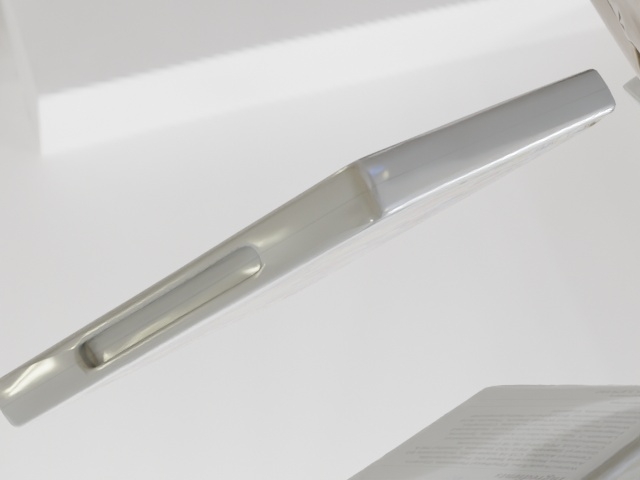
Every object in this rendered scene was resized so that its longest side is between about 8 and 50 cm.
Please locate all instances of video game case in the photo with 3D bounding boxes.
[{"bbox_3d":[0.000,0.000,0.675,0.227,0.206,0.026,-25,-94,-56],"label":"video game case"}]

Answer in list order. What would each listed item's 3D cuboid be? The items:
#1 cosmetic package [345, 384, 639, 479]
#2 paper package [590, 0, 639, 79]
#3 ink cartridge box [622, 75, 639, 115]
[{"bbox_3d":[0.107,0.175,0.792,0.183,0.151,0.151,-25,-76,-42],"label":"cosmetic package"},{"bbox_3d":[0.240,-0.279,0.816,0.325,0.168,0.309,-36,-84,-2],"label":"paper package"},{"bbox_3d":[0.387,-0.119,1.102,0.289,0.211,0.121,-35,-69,7],"label":"ink cartridge box"}]
